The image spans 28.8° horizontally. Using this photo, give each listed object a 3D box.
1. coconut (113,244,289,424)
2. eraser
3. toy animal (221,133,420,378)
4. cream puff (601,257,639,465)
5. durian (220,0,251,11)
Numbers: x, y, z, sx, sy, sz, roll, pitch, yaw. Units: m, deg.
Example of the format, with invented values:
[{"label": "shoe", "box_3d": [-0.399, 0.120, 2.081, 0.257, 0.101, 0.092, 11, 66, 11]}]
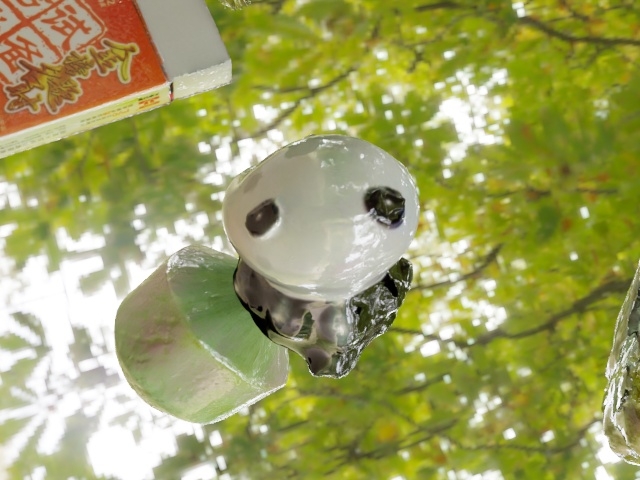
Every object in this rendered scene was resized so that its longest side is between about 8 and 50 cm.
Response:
[{"label": "coconut", "box_3d": [-0.143, 0.114, 1.572, 0.236, 0.205, 0.235, -7, -102, 36]}, {"label": "eraser", "box_3d": [-0.206, -0.165, 1.036, 0.038, 0.230, 0.157, 98, -30, -63]}, {"label": "toy animal", "box_3d": [0.000, -0.008, 1.354, 0.212, 0.213, 0.266, 53, -24, 34]}, {"label": "cream puff", "box_3d": [0.457, 0.115, 1.355, 0.274, 0.270, 0.323, -13, 122, -84]}, {"label": "durian", "box_3d": [-0.104, -0.382, 1.379, 0.177, 0.200, 0.237, -28, -88, 18]}]
